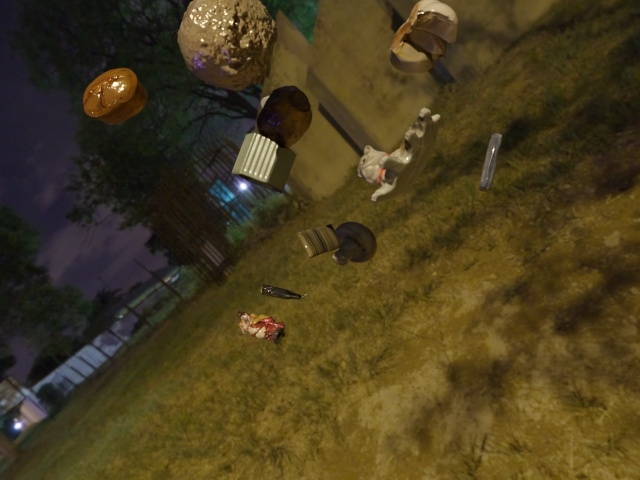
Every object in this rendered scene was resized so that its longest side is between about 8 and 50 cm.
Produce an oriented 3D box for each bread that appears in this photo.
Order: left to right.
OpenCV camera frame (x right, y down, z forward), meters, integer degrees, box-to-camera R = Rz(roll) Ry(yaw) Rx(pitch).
[{"bbox_3d":[-0.879,-0.614,1.725,0.270,0.195,0.142,-22,-17,7],"label":"bread"}]

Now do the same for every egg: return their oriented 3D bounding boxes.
[{"bbox_3d":[-0.254,-0.550,1.118,0.279,0.279,0.310,-39,25,32],"label":"egg"}]

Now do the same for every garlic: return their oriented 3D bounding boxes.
[{"bbox_3d":[0.371,-0.719,1.442,0.281,0.203,0.184,128,156,-48],"label":"garlic"}]

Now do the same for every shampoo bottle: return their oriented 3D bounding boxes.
[{"bbox_3d":[0.700,-0.319,1.661,0.087,0.049,0.233,15,-92,-76],"label":"shampoo bottle"}]

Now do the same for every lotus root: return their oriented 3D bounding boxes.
[{"bbox_3d":[-0.119,-0.443,1.428,0.193,0.193,0.291,-43,9,-16],"label":"lotus root"}]

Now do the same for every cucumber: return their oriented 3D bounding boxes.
[{"bbox_3d":[-0.133,0.189,1.448,0.039,0.164,0.043,-110,36,-74],"label":"cucumber"}]

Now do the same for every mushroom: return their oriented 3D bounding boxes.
[{"bbox_3d":[0.159,0.035,2.050,0.243,0.243,0.243,-42,4,4],"label":"mushroom"}]

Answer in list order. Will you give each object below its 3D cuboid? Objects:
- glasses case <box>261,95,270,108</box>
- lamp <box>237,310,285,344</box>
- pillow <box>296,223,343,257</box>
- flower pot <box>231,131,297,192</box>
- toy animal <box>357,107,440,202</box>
[{"bbox_3d":[-0.221,-0.779,2.261,0.234,0.092,0.059,-9,35,20],"label":"glasses case"},{"bbox_3d":[-0.282,0.384,1.813,0.118,0.253,0.118,15,-90,-76],"label":"lamp"},{"bbox_3d":[0.000,0.000,1.536,0.203,0.113,0.038,-15,-19,-48],"label":"pillow"},{"bbox_3d":[-0.240,-0.330,1.724,0.239,0.209,0.189,20,-89,-58],"label":"flower pot"},{"bbox_3d":[0.262,-0.314,1.402,0.266,0.307,0.188,-11,32,-26],"label":"toy animal"}]
